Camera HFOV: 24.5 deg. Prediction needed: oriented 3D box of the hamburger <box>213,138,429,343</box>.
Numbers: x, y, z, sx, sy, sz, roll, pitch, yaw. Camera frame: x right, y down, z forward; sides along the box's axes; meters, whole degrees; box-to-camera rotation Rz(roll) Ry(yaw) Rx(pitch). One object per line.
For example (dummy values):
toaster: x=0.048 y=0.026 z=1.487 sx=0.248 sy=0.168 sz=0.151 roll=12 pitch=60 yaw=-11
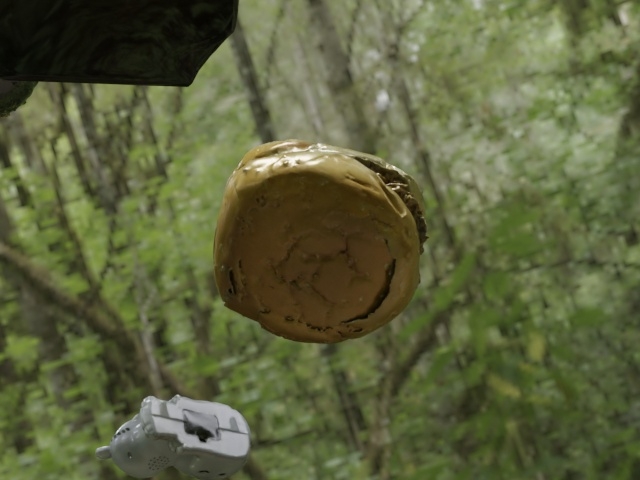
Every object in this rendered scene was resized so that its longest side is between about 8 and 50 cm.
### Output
hamburger: x=0.001 y=-0.001 z=1.419 sx=0.214 sy=0.213 sz=0.108 roll=-20 pitch=24 yaw=20

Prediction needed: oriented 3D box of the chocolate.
chocolate: x=-0.224 y=-0.347 z=1.779 sx=0.314 sy=0.326 sz=0.297 roll=1 pitch=5 yaw=10

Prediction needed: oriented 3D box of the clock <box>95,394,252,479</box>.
clock: x=-0.171 y=0.247 z=1.767 sx=0.176 sy=0.080 sz=0.117 roll=17 pitch=-41 yaw=-39

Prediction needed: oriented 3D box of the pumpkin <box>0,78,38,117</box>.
pumpkin: x=-0.451 y=-0.241 z=1.896 sx=0.190 sy=0.190 sz=0.146 roll=-18 pitch=-7 yaw=3
